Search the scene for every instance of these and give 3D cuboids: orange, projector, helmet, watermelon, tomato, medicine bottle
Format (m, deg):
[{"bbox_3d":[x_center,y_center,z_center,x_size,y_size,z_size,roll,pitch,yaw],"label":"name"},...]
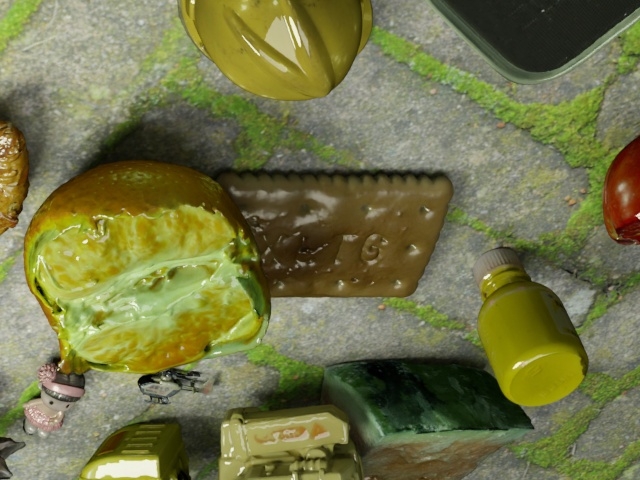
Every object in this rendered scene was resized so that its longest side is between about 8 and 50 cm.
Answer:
[{"bbox_3d":[-0.199,0.030,1.854,0.263,0.196,0.334,-10,132,17],"label":"orange"},{"bbox_3d":[0.204,-0.346,1.576,0.248,0.249,0.249,-38,134,18],"label":"projector"},{"bbox_3d":[-0.034,-0.222,1.705,0.205,0.140,0.257,-31,133,13],"label":"helmet"},{"bbox_3d":[0.126,0.262,2.265,0.264,0.151,0.302,2,151,-25],"label":"watermelon"},{"bbox_3d":[0.460,-0.078,2.023,0.200,0.139,0.233,-11,171,1],"label":"tomato"},{"bbox_3d":[0.267,0.106,2.084,0.122,0.212,0.121,-10,136,-10],"label":"medicine bottle"}]

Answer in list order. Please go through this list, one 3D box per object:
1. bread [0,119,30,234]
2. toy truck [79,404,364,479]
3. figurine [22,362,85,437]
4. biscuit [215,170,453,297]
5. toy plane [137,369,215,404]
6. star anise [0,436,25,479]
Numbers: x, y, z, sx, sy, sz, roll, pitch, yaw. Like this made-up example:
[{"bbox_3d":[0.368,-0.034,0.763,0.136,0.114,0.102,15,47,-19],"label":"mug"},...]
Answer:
[{"bbox_3d":[-0.384,-0.064,1.784,0.105,0.076,0.233,20,133,-19],"label":"bread"},{"bbox_3d":[-0.129,0.349,2.143,0.405,0.180,0.254,-3,101,9],"label":"toy truck"},{"bbox_3d":[-0.362,0.210,2.093,0.072,0.054,0.129,23,131,-18],"label":"figurine"},{"bbox_3d":[0.000,0.000,2.009,0.325,0.044,0.217,1,135,-21],"label":"biscuit"},{"bbox_3d":[-0.205,0.199,2.149,0.121,0.031,0.049,12,121,-25],"label":"toy plane"},{"bbox_3d":[-0.489,0.290,2.047,0.182,0.195,0.065,1,120,3],"label":"star anise"}]
